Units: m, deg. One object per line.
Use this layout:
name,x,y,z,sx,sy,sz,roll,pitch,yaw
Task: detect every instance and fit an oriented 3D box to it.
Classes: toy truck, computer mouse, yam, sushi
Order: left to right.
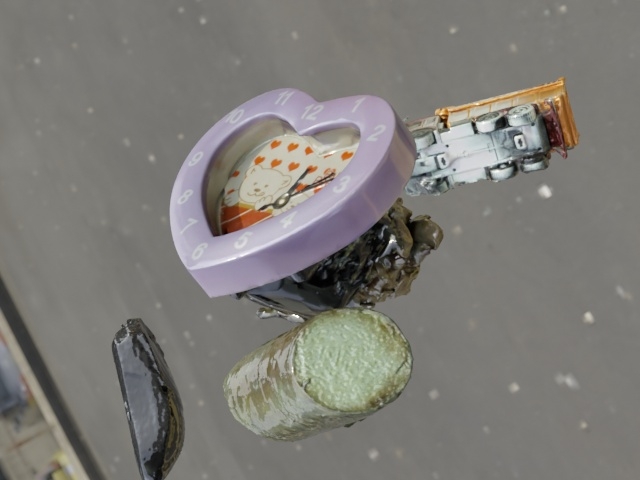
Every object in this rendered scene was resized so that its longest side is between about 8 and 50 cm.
computer mouse,-0.217,0.206,1.630,0.122,0.073,0.217,156,100,-74
yam,-0.004,0.083,0.748,0.070,0.069,0.146,61,151,4
sushi,0.003,0.003,1.434,0.218,0.225,0.238,42,-171,-41
toy truck,0.242,-0.152,1.884,0.135,0.270,0.114,-68,-38,-64

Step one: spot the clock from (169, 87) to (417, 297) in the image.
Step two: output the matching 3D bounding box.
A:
clock,-0.027,-0.026,0.893,0.198,0.172,0.064,11,148,49
